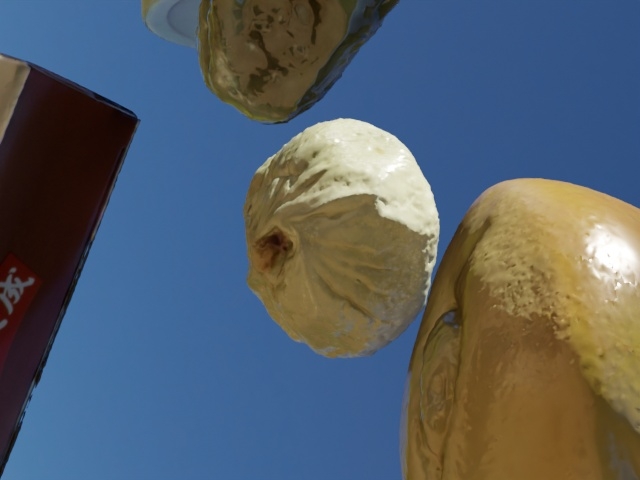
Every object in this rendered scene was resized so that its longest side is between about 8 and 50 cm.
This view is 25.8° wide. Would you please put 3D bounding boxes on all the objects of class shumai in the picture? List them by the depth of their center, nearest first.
[{"bbox_3d":[-0.037,-0.229,0.966,0.261,0.222,0.225,-60,-166,10],"label":"shumai"}]

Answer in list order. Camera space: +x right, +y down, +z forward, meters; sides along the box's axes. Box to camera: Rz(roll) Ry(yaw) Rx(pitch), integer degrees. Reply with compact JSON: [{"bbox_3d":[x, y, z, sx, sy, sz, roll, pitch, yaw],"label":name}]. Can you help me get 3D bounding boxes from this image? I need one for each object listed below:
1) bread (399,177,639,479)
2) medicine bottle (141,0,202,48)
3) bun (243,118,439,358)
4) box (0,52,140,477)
[{"bbox_3d":[0.244,0.135,1.026,0.253,0.376,0.348,-44,-153,44],"label":"bread"},{"bbox_3d":[-0.079,-0.378,1.555,0.245,0.245,0.290,154,-63,-65],"label":"medicine bottle"},{"bbox_3d":[0.000,0.000,1.274,0.220,0.134,0.221,3,-86,50],"label":"bun"},{"bbox_3d":[-0.362,0.007,0.996,0.385,0.122,0.345,20,-93,32],"label":"box"}]
